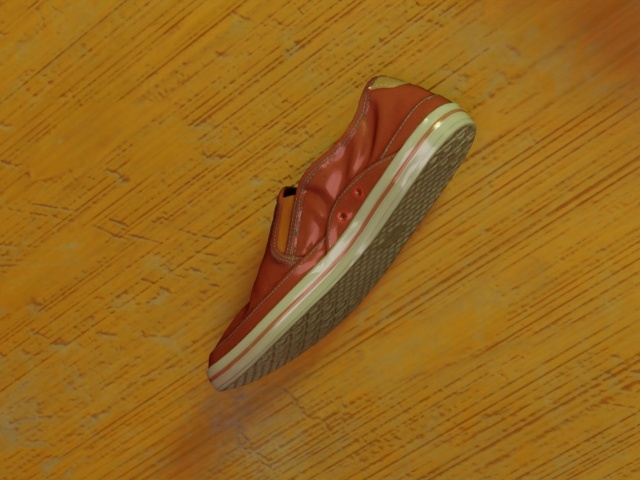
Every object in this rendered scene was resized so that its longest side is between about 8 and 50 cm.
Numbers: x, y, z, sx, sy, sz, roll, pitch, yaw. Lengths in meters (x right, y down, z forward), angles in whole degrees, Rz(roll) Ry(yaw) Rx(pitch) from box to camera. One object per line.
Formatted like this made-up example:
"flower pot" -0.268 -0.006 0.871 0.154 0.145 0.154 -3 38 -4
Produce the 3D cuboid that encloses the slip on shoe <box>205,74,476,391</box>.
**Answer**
"slip on shoe" 0.000 0.000 0.850 0.101 0.123 0.331 43 109 20
